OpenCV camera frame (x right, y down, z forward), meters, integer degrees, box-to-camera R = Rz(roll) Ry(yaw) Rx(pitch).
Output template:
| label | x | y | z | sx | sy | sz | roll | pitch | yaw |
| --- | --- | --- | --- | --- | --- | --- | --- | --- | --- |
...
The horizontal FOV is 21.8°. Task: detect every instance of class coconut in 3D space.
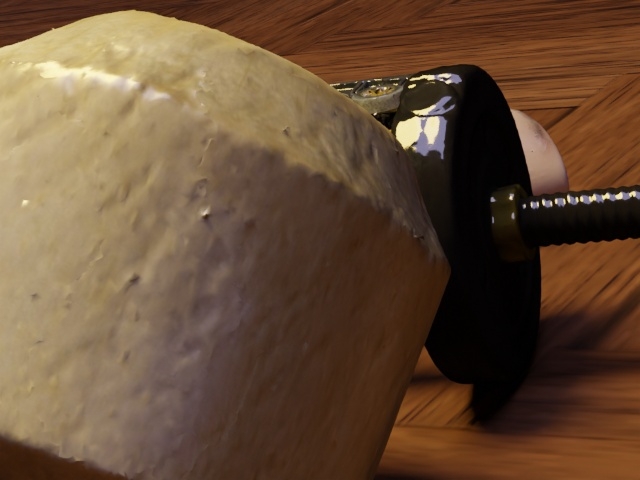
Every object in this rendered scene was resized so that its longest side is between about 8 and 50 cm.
| label | x | y | z | sx | sy | sz | roll | pitch | yaw |
| --- | --- | --- | --- | --- | --- | --- | --- | --- | --- |
| coconut | -0.068 | 0.040 | 0.595 | 0.202 | 0.222 | 0.202 | 22 | -9 | 4 |

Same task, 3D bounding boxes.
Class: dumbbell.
| label | x | y | z | sx | sy | sz | roll | pitch | yaw |
| --- | --- | --- | --- | --- | --- | --- | --- | --- | --- |
| dumbbell | 0.000 | 0.000 | 0.762 | 0.325 | 0.143 | 0.143 | -6 | 18 | 21 |

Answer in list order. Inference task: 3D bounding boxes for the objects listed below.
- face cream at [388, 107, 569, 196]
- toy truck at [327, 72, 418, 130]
| label | x | y | z | sx | sy | sz | roll | pitch | yaw |
| --- | --- | --- | --- | --- | --- | --- | --- | --- | --- |
| face cream | -0.002 | -0.012 | 0.927 | 0.269 | 0.073 | 0.107 | -15 | 26 | -13 |
| toy truck | -0.003 | -0.056 | 1.051 | 0.192 | 0.083 | 0.092 | -6 | 18 | 19 |
